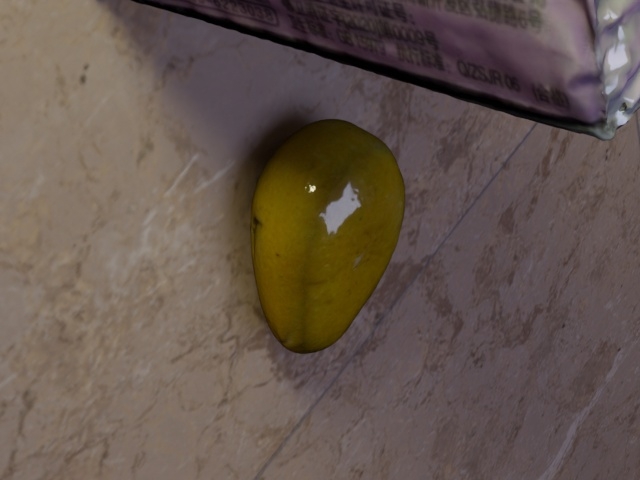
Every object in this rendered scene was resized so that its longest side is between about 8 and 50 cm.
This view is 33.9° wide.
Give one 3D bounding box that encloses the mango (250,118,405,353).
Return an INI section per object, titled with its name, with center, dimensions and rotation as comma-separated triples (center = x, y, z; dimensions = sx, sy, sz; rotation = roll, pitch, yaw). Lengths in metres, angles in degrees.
[mango]
center = 0.000, 0.000, 0.822
dimensions = 0.137, 0.098, 0.195
rotation = -13, 126, -50

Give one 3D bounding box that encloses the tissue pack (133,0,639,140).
[tissue pack]
center = 0.056, -0.206, 0.550
dimensions = 0.259, 0.361, 0.122
rotation = -49, 141, -23
